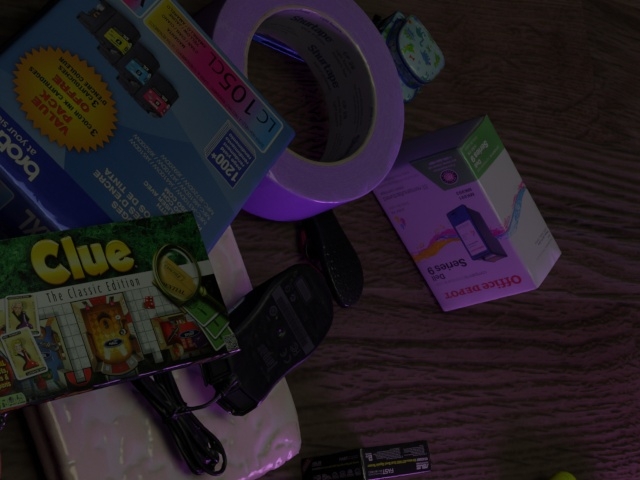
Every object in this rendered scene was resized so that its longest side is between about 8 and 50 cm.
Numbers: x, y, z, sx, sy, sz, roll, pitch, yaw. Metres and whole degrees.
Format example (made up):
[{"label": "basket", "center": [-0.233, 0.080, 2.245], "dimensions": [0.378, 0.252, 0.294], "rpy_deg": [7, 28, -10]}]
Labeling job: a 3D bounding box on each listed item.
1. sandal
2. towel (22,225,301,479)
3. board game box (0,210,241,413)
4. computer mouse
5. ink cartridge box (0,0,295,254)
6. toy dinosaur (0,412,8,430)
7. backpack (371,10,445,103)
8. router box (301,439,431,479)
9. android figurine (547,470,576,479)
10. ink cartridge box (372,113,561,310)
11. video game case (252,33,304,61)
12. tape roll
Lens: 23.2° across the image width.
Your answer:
[{"label": "sandal", "center": [0.000, 0.000, 1.839], "dimensions": [0.067, 0.040, 0.179], "rpy_deg": [-3, 65, -54]}, {"label": "towel", "center": [-0.174, 0.127, 1.585], "dimensions": [0.332, 0.053, 0.317], "rpy_deg": [-22, 94, -49]}, {"label": "board game box", "center": [-0.188, 0.055, 1.290], "dimensions": [0.259, 0.030, 0.136], "rpy_deg": [-12, 75, -46]}, {"label": "computer mouse", "center": [-0.103, 0.094, 1.596], "dimensions": [0.262, 0.060, 0.184], "rpy_deg": [-51, 121, -32]}, {"label": "ink cartridge box", "center": [-0.225, -0.062, 1.456], "dimensions": [0.270, 0.151, 0.395], "rpy_deg": [47, 42, -13]}, {"label": "toy dinosaur", "center": [-0.324, 0.127, 1.366], "dimensions": [0.064, 0.118, 0.268], "rpy_deg": [-33, 103, -56]}, {"label": "backpack", "center": [0.095, -0.226, 1.977], "dimensions": [0.105, 0.084, 0.114], "rpy_deg": [53, 47, -20]}, {"label": "router box", "center": [0.052, 0.254, 1.767], "dimensions": [0.122, 0.092, 0.038], "rpy_deg": [1, 77, -49]}, {"label": "android figurine", "center": [0.348, 0.429, 2.074], "dimensions": [0.273, 0.056, 0.248], "rpy_deg": [-32, 102, -47]}, {"label": "ink cartridge box", "center": [0.181, -0.031, 1.956], "dimensions": [0.212, 0.154, 0.093], "rpy_deg": [58, 43, -18]}, {"label": "video game case", "center": [-0.042, -0.284, 1.894], "dimensions": [0.166, 0.015, 0.119], "rpy_deg": [18, 65, -44]}, {"label": "tape roll", "center": [-0.035, -0.164, 1.776], "dimensions": [0.274, 0.090, 0.275], "rpy_deg": [14, 67, -36]}]
